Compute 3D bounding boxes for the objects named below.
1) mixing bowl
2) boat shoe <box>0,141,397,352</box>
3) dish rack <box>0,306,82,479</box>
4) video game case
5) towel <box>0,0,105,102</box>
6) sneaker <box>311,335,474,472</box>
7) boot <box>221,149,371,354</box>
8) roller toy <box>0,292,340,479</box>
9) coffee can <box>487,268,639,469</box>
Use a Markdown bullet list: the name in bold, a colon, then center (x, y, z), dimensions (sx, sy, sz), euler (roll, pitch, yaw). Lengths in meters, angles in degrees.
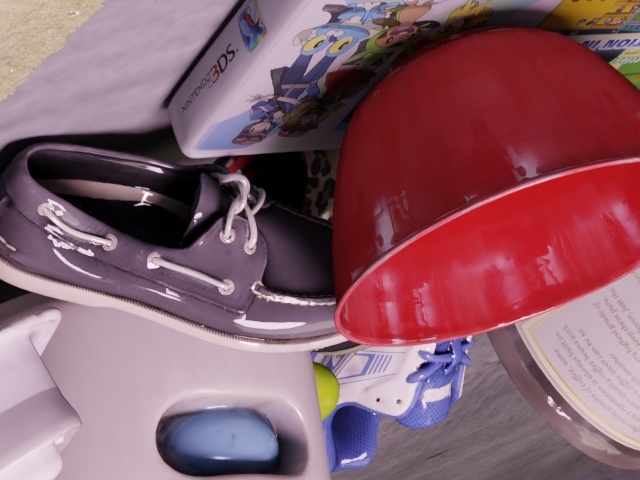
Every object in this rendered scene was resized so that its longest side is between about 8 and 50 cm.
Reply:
- **mixing bowl**: center (0.078, -0.033, 0.901), dimensions (0.181, 0.098, 0.181), euler (-16, 159, -6)
- **boat shoe**: center (-0.054, -0.001, 0.926), dimensions (0.206, 0.075, 0.065), euler (10, 138, -16)
- **dish rack**: center (-0.219, 0.152, 0.771), dimensions (0.285, 0.072, 0.333), euler (-32, 174, -21)
- **video game case**: center (0.134, -0.132, 0.896), dimensions (0.329, 0.036, 0.300), euler (-6, 155, -33)
- **towel**: center (-0.153, -0.066, 0.747), dimensions (0.110, 0.027, 0.148), euler (-9, 155, -50)
- **sneaker**: center (0.069, 0.044, 1.259), dimensions (0.112, 0.131, 0.296), euler (-10, 156, -40)
- **boot**: center (0.000, -0.002, 1.103), dimensions (0.178, 0.085, 0.236), euler (-6, 155, -40)
- **roller toy**: center (-0.095, 0.109, 1.017), dimensions (0.209, 0.146, 0.191), euler (-11, 162, 5)
- **coffee can**: center (0.264, -0.001, 1.286), dimensions (0.275, 0.202, 0.201), euler (-38, 161, 35)
